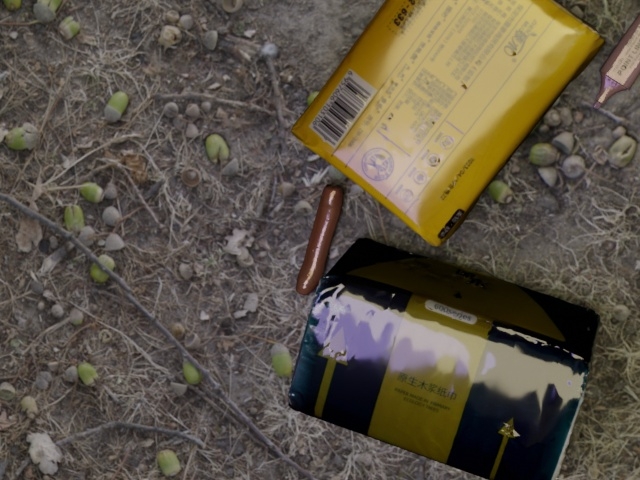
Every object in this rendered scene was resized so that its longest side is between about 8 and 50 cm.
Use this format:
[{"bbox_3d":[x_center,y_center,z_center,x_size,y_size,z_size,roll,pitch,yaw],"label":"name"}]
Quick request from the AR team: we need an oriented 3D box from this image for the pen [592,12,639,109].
[{"bbox_3d":[0.463,-0.279,1.738,0.053,0.032,0.197,33,103,6],"label":"pen"}]

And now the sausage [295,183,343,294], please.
[{"bbox_3d":[0.000,0.000,1.890,0.043,0.043,0.186,19,102,10],"label":"sausage"}]

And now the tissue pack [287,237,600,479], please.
[{"bbox_3d":[0.186,0.181,1.762,0.416,0.264,0.253,17,107,12],"label":"tissue pack"}]

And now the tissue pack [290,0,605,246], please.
[{"bbox_3d":[0.185,-0.230,1.712,0.293,0.228,0.382,38,107,6],"label":"tissue pack"}]
